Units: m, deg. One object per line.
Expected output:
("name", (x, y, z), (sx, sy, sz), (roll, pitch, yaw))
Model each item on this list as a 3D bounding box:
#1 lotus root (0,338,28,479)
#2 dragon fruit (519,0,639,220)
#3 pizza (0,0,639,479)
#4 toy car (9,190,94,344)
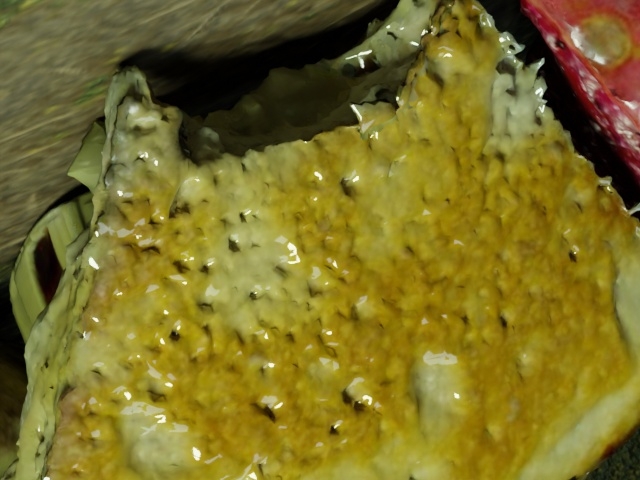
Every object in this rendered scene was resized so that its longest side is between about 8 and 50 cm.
("lotus root", (-0.160, 0.126, 0.854), (0.141, 0.169, 0.314), (-15, 174, 15))
("dragon fruit", (0.193, -0.077, 0.800), (0.211, 0.134, 0.262), (-48, 160, -2))
("pizza", (-0.001, 0.024, 0.711), (0.323, 0.223, 0.089), (-22, -165, -28))
("toy car", (0.000, 0.000, 0.834), (0.256, 0.101, 0.124), (-21, 162, -26))
